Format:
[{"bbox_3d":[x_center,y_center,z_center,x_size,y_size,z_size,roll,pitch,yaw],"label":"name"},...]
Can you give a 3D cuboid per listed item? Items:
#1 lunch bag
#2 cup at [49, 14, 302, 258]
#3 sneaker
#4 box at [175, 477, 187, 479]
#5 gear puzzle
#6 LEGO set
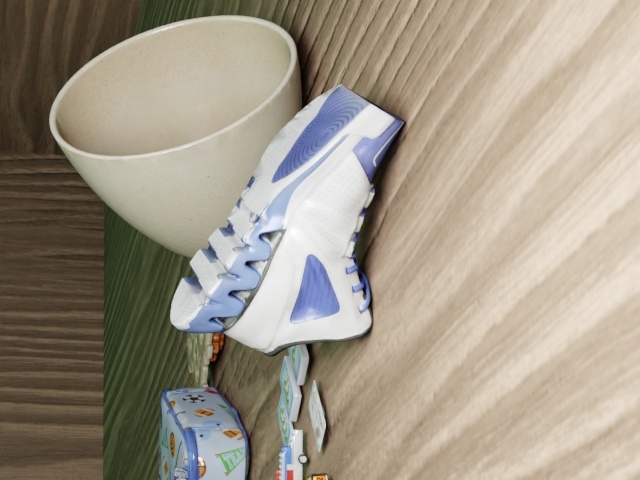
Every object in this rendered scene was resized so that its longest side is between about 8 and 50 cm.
[{"bbox_3d":[-0.188,0.375,1.867,0.303,0.115,0.243,-134,47,-70],"label":"lunch bag"},{"bbox_3d":[-0.163,-0.116,1.609,0.331,0.331,0.237,-109,1,-52],"label":"cup"},{"bbox_3d":[-0.001,0.001,1.284,0.315,0.182,0.127,-52,27,9],"label":"sneaker"},{"bbox_3d":[-0.199,0.511,1.683,0.121,0.148,0.311,-41,-28,-68],"label":"box"},{"bbox_3d":[-0.191,0.179,2.054,0.175,0.044,0.339,-115,30,-56],"label":"gear puzzle"},{"bbox_3d":[-0.039,0.242,1.480,0.244,0.060,0.182,-107,22,-49],"label":"LEGO set"}]
